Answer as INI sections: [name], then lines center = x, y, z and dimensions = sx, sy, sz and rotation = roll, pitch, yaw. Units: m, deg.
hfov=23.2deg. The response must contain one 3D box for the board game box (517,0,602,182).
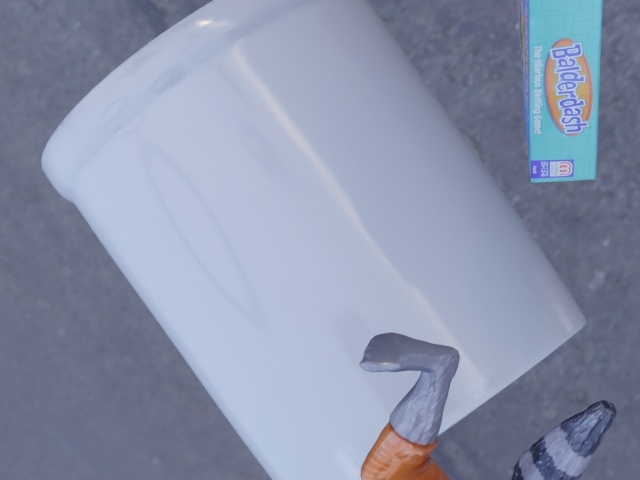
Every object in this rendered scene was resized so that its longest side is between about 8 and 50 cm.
[board game box]
center = 0.157, -0.168, 1.044
dimensions = 0.047, 0.210, 0.160
rotation = -2, 137, 6

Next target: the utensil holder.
[utensil holder]
center = 0.000, 0.000, 1.361
dimensions = 0.385, 0.327, 0.327
rotation = 54, 148, 7

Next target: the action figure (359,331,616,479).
[action figure]
center = 0.120, 0.256, 0.977
dimensions = 0.341, 0.178, 0.330
rotation = 48, 157, 33
